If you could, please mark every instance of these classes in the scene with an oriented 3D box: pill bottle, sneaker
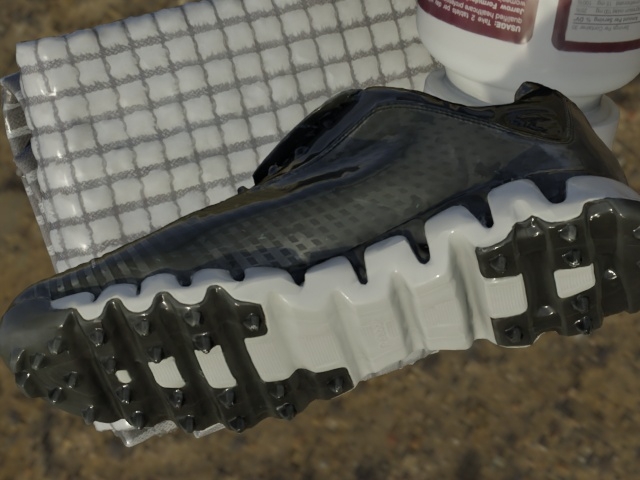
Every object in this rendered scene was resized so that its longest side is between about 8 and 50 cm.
[{"bbox_3d":[0.113,-0.145,0.879,0.121,0.121,0.221,42,130,53],"label":"pill bottle"},{"bbox_3d":[0.000,0.000,0.634,0.234,0.078,0.106,-13,46,2],"label":"sneaker"}]

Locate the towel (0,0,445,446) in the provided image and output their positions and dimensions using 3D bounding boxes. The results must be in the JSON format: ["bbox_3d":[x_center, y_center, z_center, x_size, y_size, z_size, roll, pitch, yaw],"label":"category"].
[{"bbox_3d":[-0.032,-0.028,1.030,0.121,0.284,0.235,1,108,68],"label":"towel"}]
